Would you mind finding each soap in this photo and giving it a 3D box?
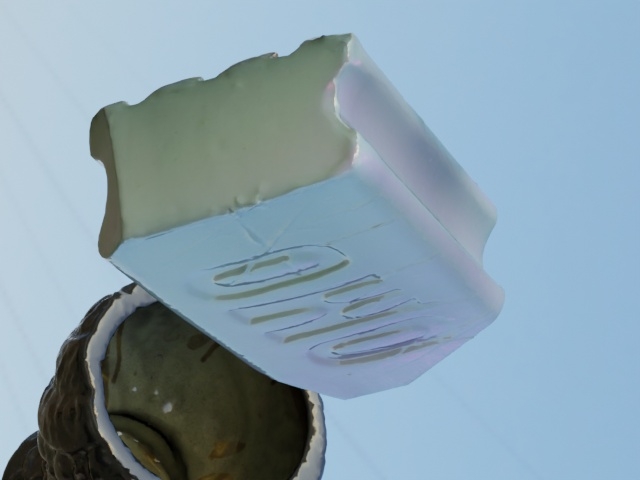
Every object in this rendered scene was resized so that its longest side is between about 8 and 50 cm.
[{"bbox_3d":[0.000,0.000,1.294,0.208,0.347,0.115,-15,-118,19],"label":"soap"}]

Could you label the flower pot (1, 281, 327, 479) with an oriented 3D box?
[{"bbox_3d":[-0.166,0.204,1.708,0.267,0.267,0.266,-44,-141,44],"label":"flower pot"}]
